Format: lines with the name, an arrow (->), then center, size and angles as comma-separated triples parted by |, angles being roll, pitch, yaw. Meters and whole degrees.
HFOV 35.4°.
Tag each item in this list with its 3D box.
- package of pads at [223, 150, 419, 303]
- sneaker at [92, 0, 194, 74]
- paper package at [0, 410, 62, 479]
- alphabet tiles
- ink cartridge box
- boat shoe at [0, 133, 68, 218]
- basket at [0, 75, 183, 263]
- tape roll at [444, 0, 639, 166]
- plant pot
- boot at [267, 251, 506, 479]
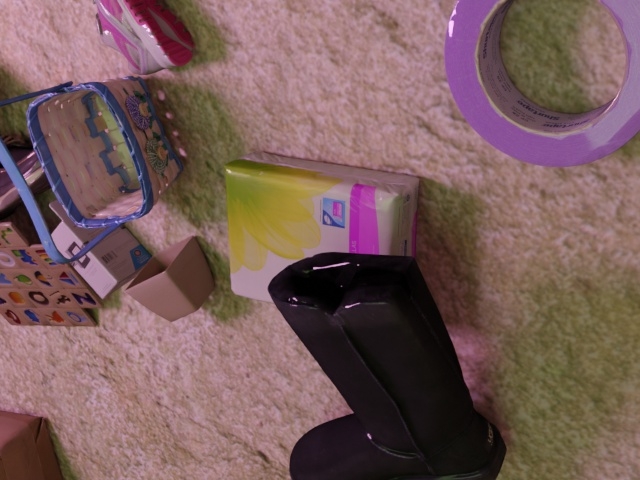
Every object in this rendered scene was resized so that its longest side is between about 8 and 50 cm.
package of pads -> 0.000, 0.000, 1.529 | 0.297, 0.101, 0.229 | 12, 117, 25
sneaker -> -0.308, -0.356, 1.533 | 0.111, 0.103, 0.252 | -26, 98, 34
paper package -> -0.720, 0.522, 2.146 | 0.325, 0.168, 0.309 | 2, 112, 30
alphabet tiles -> -0.577, 0.069, 1.873 | 0.343, 0.011, 0.285 | -2, 137, 30
ink cartridge box -> -0.394, 0.001, 1.751 | 0.180, 0.104, 0.060 | 48, 128, 2
boat shoe -> -0.570, -0.117, 1.779 | 0.355, 0.132, 0.130 | -25, 97, 35
basket -> -0.367, -0.131, 1.556 | 0.201, 0.289, 0.254 | -10, 110, 38
tape roll -> 0.298, -0.235, 1.254 | 0.275, 0.090, 0.274 | 12, 117, 24
plant pot -> -0.245, 0.073, 1.706 | 0.109, 0.109, 0.096 | -24, 112, 35
boot -> 0.037, 0.211, 1.472 | 0.367, 0.146, 0.445 | -13, 135, 22
